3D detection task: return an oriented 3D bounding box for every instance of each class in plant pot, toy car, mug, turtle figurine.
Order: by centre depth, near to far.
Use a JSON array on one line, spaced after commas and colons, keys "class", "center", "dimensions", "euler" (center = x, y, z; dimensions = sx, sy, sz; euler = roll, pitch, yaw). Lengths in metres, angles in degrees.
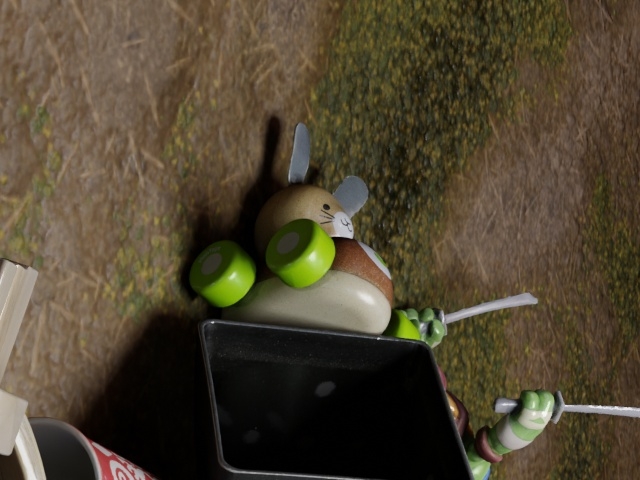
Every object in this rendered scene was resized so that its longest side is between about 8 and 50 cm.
[{"class": "mug", "center": [-0.176, 0.207, 1.388], "dimensions": [0.169, 0.150, 0.113], "euler": [35, 26, -58]}, {"class": "plant pot", "center": [-0.007, 0.186, 1.485], "dimensions": [0.187, 0.188, 0.167], "euler": [-105, -156, -56]}, {"class": "toy car", "center": [0.000, 0.000, 1.605], "dimensions": [0.155, 0.149, 0.188], "euler": [46, 43, -37]}, {"class": "turtle figurine", "center": [0.120, 0.104, 1.746], "dimensions": [0.266, 0.274, 0.198], "euler": [40, 25, -47]}]

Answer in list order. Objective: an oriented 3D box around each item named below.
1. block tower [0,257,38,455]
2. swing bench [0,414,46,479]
[{"class": "block tower", "center": [-0.299, 0.010, 0.944], "dimensions": [0.091, 0.335, 0.097], "euler": [78, 30, -83]}, {"class": "swing bench", "center": [-0.306, 0.193, 1.009], "dimensions": [0.254, 0.253, 0.165], "euler": [-36, 122, -51]}]
